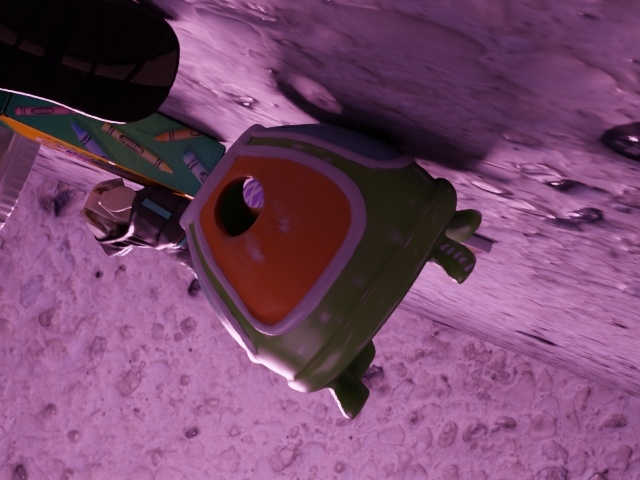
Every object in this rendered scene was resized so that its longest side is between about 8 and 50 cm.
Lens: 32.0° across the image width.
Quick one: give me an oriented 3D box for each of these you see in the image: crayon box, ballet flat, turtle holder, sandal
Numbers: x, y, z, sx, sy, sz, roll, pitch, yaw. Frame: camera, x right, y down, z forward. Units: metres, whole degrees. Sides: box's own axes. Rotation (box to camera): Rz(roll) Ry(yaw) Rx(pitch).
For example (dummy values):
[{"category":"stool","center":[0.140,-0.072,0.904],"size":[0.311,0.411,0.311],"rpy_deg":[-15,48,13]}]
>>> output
[{"category":"crayon box","center":[-0.278,-0.139,1.406],"size":[0.278,0.081,0.165],"rpy_deg":[24,175,-29]},{"category":"ballet flat","center":[-0.249,-0.038,1.453],"size":[0.096,0.095,0.280],"rpy_deg":[33,161,-24]},{"category":"turtle holder","center":[0.008,-0.010,1.048],"size":[0.227,0.243,0.320],"rpy_deg":[36,-146,-1]},{"category":"sandal","center":[-0.224,-0.165,0.803],"size":[0.086,0.120,0.302],"rpy_deg":[34,-177,34]}]

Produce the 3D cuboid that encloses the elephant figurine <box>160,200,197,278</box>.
[{"category":"elephant figurine","center":[-0.216,-0.026,2.046],"size":[0.186,0.169,0.239],"rpy_deg":[51,-175,-12]}]

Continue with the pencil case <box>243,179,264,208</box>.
[{"category":"pencil case","center":[-0.030,-0.018,1.641],"size":[0.206,0.088,0.086],"rpy_deg":[25,-166,-27]}]

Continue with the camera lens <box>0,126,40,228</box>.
[{"category":"camera lens","center":[-0.566,-0.154,1.635],"size":[0.274,0.219,0.219],"rpy_deg":[23,174,-21]}]

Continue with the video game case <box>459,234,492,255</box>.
[{"category":"video game case","center":[0.136,-0.012,1.445],"size":[0.143,0.019,0.157],"rpy_deg":[21,174,-5]}]
